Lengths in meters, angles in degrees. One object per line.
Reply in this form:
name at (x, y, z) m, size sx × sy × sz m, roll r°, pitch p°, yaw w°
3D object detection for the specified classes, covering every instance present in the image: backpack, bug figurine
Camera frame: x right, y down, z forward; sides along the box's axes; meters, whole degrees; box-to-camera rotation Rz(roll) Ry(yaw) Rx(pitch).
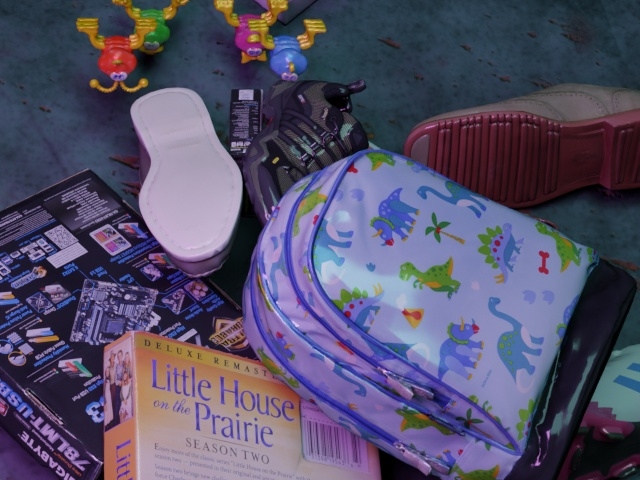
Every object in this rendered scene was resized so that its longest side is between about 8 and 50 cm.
backpack at (0.100, 0.069, 1.538) m, size 0.356 × 0.273 × 0.290 m, roll 24°, pitch 65°, yaw 12°
bug figurine at (-0.136, -0.229, 1.834) m, size 0.279 × 0.072 × 0.216 m, roll 0°, pitch 25°, yaw -3°

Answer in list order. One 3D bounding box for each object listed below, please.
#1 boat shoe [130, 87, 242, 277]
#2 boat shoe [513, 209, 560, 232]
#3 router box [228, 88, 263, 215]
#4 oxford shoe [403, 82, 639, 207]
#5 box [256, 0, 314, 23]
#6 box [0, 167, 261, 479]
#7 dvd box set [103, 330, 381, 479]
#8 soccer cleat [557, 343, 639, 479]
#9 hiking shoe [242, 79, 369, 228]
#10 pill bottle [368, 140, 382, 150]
boat shoe at (-0.140, -0.051, 1.697) m, size 0.109 × 0.091 × 0.305 m, roll -12°, pitch 37°, yaw -6°
boat shoe at (0.172, -0.018, 1.827) m, size 0.207 × 0.073 × 0.073 m, roll 10°, pitch 58°, yaw -5°
router box at (-0.084, -0.097, 1.784) m, size 0.038 × 0.122 × 0.092 m, roll 1°, pitch 57°, yaw -3°
oxford shoe at (0.260, -0.123, 1.909) m, size 0.348 × 0.123 × 0.130 m, roll -1°, pitch 33°, yaw -13°
box at (0.000, -0.471, 2.010) m, size 0.215 × 0.168 × 0.345 m, roll 40°, pitch 59°, yaw 12°
box at (-0.238, 0.084, 1.613) m, size 0.293 × 0.073 × 0.295 m, roll 42°, pitch 39°, yaw 12°
dvd box set at (-0.062, 0.312, 1.476) m, size 0.308 × 0.062 × 0.420 m, roll 18°, pitch 55°, yaw -38°
soccer cleat at (0.316, 0.182, 1.728) m, size 0.331 × 0.116 × 0.143 m, roll -8°, pitch 38°, yaw -15°
hiking shoe at (-0.010, -0.095, 1.683) m, size 0.114 × 0.086 × 0.227 m, roll -9°, pitch 47°, yaw 20°
pill bottle at (0.000, 0.000, 1.743) m, size 0.124 × 0.124 × 0.221 m, roll 22°, pitch 56°, yaw 0°
